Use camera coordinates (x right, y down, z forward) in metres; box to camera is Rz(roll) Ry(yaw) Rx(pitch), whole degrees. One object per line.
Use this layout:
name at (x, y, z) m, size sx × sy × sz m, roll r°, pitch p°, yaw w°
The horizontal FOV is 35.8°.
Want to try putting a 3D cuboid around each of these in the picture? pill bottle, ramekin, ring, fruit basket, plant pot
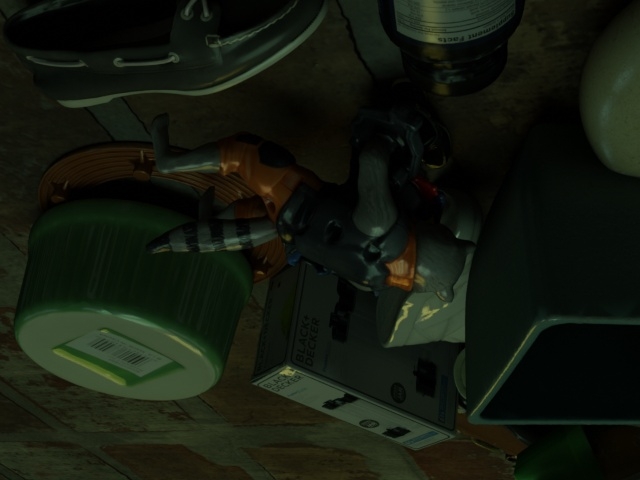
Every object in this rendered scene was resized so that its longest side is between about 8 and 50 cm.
pill bottle at (0.102, -0.221, 0.792) m, size 0.122 × 0.123 × 0.219 m, roll 2°, pitch 148°, yaw 12°
ramekin at (-0.248, 0.090, 1.294) m, size 0.303 × 0.148 × 0.303 m, roll 7°, pitch 148°, yaw 4°
ring at (-0.201, -0.013, 1.288) m, size 0.336 × 0.032 × 0.336 m, roll 7°, pitch 149°, yaw 4°
fruit basket at (0.437, 0.292, 1.299) m, size 0.353 × 0.165 × 0.327 m, roll -18°, pitch 172°, yaw 10°
plant pot at (0.277, 0.024, 0.996) m, size 0.247 × 0.252 × 0.248 m, roll 1°, pitch 149°, yaw -8°

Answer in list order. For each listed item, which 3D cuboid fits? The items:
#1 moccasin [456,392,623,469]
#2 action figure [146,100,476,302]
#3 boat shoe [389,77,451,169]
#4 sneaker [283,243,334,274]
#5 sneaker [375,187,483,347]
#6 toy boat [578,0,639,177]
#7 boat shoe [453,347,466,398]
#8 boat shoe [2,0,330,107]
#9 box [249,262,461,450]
moccasin at (0.327, 0.293, 1.538) m, size 0.380 × 0.139 × 0.147 m, roll 18°, pitch 154°, yaw -18°
action figure at (0.000, 0.000, 1.074) m, size 0.330 × 0.178 × 0.341 m, roll 15°, pitch 148°, yaw 16°
boat shoe at (0.104, -0.113, 1.041) m, size 0.049 × 0.042 × 0.133 m, roll -6°, pitch 146°, yaw 21°
sneaker at (0.016, 0.020, 1.251) m, size 0.135 × 0.058 × 0.052 m, roll 8°, pitch 149°, yaw -13°
sneaker at (0.183, 0.036, 1.220) m, size 0.169 × 0.108 × 0.292 m, roll 1°, pitch 147°, yaw -13°
toy boat at (0.387, -0.127, 0.873) m, size 0.318 × 0.148 × 0.267 m, roll 32°, pitch 137°, yaw -20°
boat shoe at (0.354, 0.169, 1.359) m, size 0.340 × 0.127 × 0.113 m, roll -12°, pitch 171°, yaw 6°
boat shoe at (-0.154, -0.196, 0.911) m, size 0.335 × 0.112 × 0.095 m, roll -8°, pitch 149°, yaw 31°
box at (0.057, 0.161, 1.368) m, size 0.290 × 0.169 × 0.087 m, roll 27°, pitch 144°, yaw -25°
